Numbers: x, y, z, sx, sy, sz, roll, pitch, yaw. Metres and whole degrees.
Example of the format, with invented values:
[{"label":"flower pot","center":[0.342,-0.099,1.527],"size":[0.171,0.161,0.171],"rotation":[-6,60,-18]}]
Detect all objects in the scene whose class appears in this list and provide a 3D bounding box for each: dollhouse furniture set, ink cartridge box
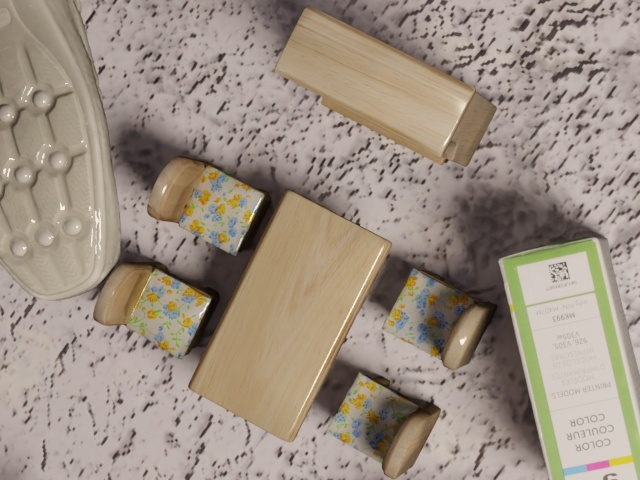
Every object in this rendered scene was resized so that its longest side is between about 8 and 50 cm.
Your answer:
[{"label":"dollhouse furniture set","center":[0.000,0.000,1.067],"size":[0.212,0.161,0.242],"rotation":[27,95,11]},{"label":"ink cartridge box","center":[0.163,0.104,1.059],"size":[0.062,0.109,0.209],"rotation":[-14,87,12]}]

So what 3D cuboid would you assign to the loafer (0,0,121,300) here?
[{"label":"loafer","center":[-0.190,-0.116,1.133],"size":[0.112,0.111,0.319],"rotation":[-18,82,16]}]
